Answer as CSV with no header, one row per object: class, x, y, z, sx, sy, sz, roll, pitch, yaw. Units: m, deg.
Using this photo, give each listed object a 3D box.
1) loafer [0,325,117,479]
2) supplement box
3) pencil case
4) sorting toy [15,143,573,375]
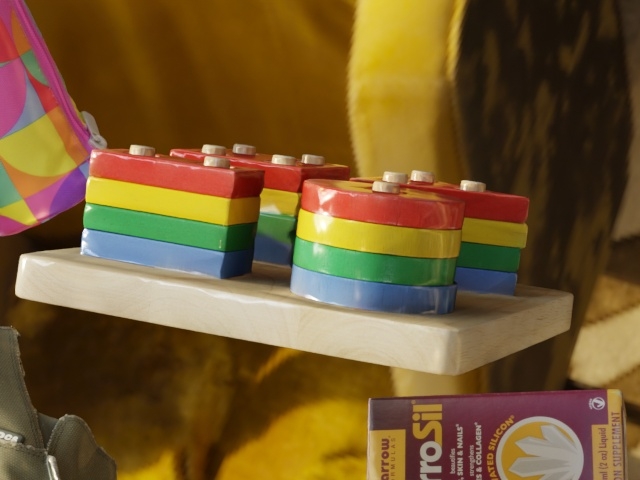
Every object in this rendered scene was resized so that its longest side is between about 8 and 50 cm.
loafer,-0.134,0.126,0.871,0.251,0.087,0.094,53,153,30
supplement box,0.131,0.171,1.322,0.188,0.104,0.081,-3,159,11
pencil case,-0.219,-0.118,1.161,0.104,0.104,0.236,-14,113,39
sorting toy,0.000,0.000,1.046,0.255,0.257,0.089,9,96,20
